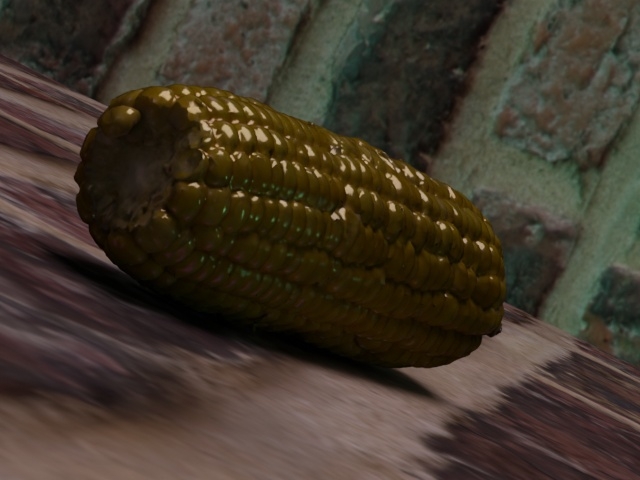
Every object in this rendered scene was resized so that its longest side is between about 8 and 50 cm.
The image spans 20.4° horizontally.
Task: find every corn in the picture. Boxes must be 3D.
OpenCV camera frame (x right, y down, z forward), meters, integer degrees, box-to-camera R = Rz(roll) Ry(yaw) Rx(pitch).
[{"bbox_3d":[0.000,0.000,0.644,0.080,0.080,0.238,27,4,32],"label":"corn"}]
